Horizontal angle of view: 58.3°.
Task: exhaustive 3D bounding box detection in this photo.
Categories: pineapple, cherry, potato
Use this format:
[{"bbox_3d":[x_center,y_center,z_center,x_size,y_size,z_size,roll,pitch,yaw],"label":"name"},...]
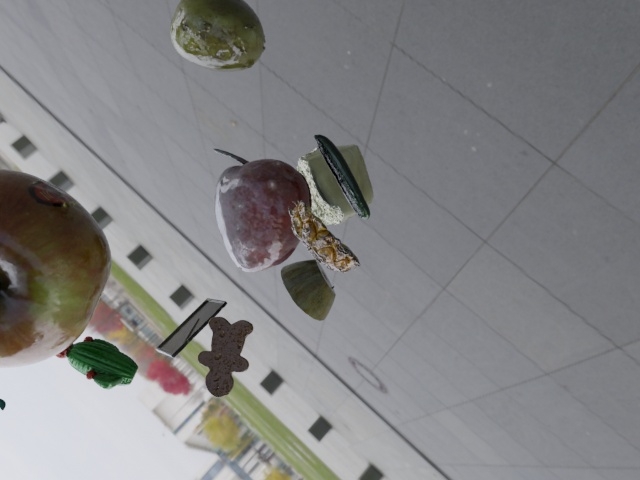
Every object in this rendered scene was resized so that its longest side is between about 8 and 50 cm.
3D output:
[{"bbox_3d":[0.000,0.000,1.323,0.225,0.076,0.225,49,180,0],"label":"pineapple"},{"bbox_3d":[-0.185,-0.082,1.723,0.291,0.335,0.326,8,-171,-37],"label":"cherry"},{"bbox_3d":[-0.233,-0.480,1.320,0.307,0.210,0.173,-111,27,-66],"label":"potato"}]

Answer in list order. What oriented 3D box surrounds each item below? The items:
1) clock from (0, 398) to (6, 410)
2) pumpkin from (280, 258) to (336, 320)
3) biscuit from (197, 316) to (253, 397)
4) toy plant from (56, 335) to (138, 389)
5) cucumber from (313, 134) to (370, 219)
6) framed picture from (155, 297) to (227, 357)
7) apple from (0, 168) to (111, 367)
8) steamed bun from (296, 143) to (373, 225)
[{"bbox_3d":[-0.577,0.253,0.942,0.135,0.101,0.041,32,-177,-1],"label":"clock"},{"bbox_3d":[-0.019,0.140,1.837,0.217,0.110,0.217,46,-167,-13],"label":"pumpkin"},{"bbox_3d":[-0.251,0.305,1.500,0.138,0.205,0.031,6,168,6],"label":"biscuit"},{"bbox_3d":[-0.612,0.320,1.566,0.240,0.088,0.154,31,-161,15],"label":"toy plant"},{"bbox_3d":[0.067,-0.183,1.636,0.284,0.056,0.056,59,160,-7],"label":"cucumber"},{"bbox_3d":[-0.460,0.307,2.046,0.018,0.265,0.192,53,155,-18],"label":"framed picture"},{"bbox_3d":[-0.627,0.052,1.145,0.400,0.400,0.333,50,174,-15],"label":"apple"},{"bbox_3d":[0.053,-0.194,2.035,0.290,0.273,0.272,64,-179,-17],"label":"steamed bun"}]
